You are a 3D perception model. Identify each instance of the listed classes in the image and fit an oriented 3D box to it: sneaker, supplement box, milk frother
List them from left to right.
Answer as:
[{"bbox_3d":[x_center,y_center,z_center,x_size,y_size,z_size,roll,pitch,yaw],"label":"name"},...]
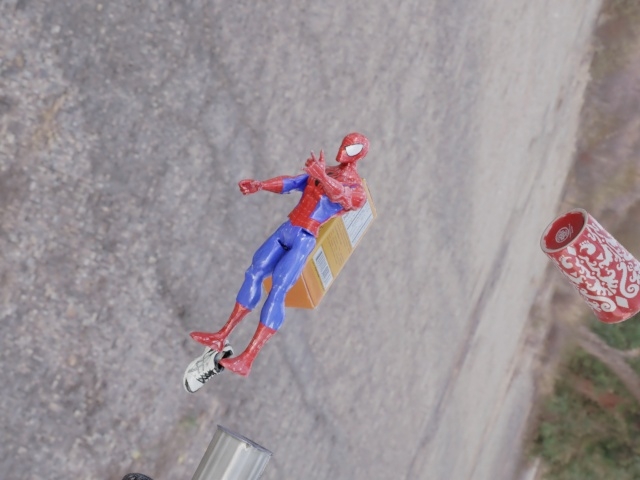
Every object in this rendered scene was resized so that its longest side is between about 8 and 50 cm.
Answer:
[{"bbox_3d":[-0.159,0.297,1.300,0.143,0.129,0.134,33,79,-31],"label":"milk frother"},{"bbox_3d":[-0.141,0.160,1.275,0.032,0.037,0.083,31,95,-40],"label":"sneaker"},{"bbox_3d":[0.000,0.000,1.485,0.233,0.078,0.080,-53,133,-46],"label":"supplement box"}]

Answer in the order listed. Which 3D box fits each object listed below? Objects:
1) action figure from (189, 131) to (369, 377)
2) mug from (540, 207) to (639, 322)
[{"bbox_3d":[-0.050,-0.007,1.044,0.280,0.091,0.139,-55,140,-1],"label":"action figure"},{"bbox_3d":[0.428,0.032,1.624,0.113,0.169,0.150,-48,-157,0],"label":"mug"}]
